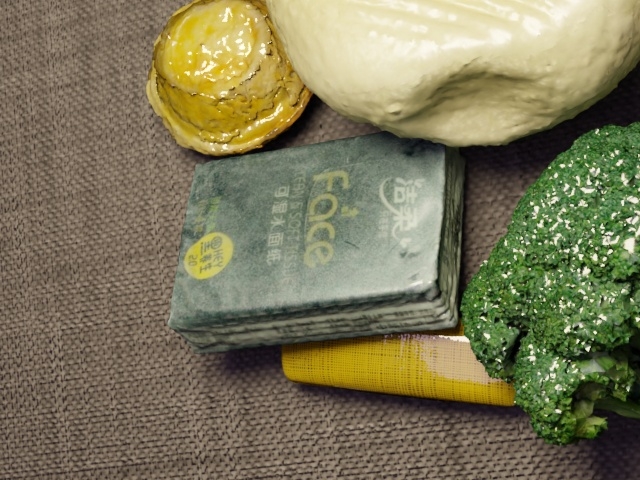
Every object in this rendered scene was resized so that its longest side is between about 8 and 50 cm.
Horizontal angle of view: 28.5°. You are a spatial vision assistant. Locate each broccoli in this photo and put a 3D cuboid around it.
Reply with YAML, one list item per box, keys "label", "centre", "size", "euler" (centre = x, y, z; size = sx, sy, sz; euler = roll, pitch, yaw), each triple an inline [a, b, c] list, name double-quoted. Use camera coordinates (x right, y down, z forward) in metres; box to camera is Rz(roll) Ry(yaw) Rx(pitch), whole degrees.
- label: "broccoli"
  centre: [0.257, 0.027, 1.012]
  size: [0.295, 0.265, 0.245]
  euler: [-33, 106, 0]

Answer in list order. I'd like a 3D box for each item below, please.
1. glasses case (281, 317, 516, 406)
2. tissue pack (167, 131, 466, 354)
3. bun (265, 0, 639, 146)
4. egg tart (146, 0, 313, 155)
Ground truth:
- label: "glasses case"
  centre: [0.075, 0.102, 1.146]
  size: [0.234, 0.064, 0.079]
  euler: [4, 83, 22]
- label: "tissue pack"
  centre: [0.000, 0.000, 1.149]
  size: [0.257, 0.081, 0.185]
  euler: [-8, 55, 21]
- label: "bun"
  centre: [0.134, -0.243, 1.070]
  size: [0.349, 0.227, 0.352]
  euler: [19, 84, 21]
- label: "egg tart"
  centre: [-0.090, -0.173, 1.219]
  size: [0.191, 0.074, 0.191]
  euler: [-6, 68, 16]
